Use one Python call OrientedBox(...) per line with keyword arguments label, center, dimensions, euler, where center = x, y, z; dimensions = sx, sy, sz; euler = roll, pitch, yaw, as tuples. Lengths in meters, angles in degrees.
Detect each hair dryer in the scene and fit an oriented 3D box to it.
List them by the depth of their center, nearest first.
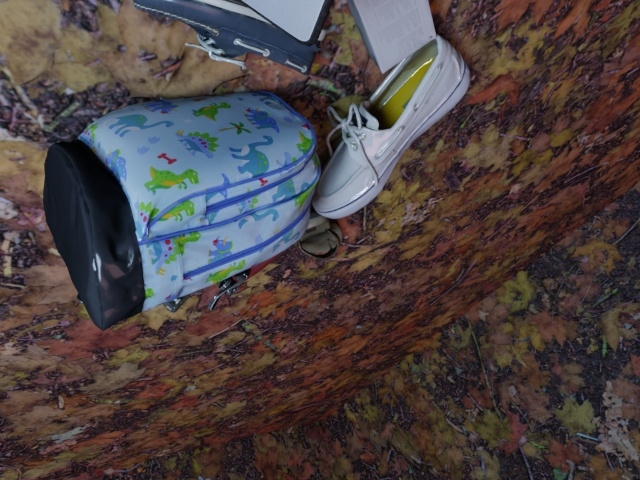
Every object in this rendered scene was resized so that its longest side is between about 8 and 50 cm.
OrientedBox(label="hair dryer", center=(-0.157, 0.064, 0.881), dimensions=(0.223, 0.080, 0.293), euler=(-9, -155, 41))

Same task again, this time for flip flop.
OrientedBox(label="flip flop", center=(0.000, 0.000, 0.960), dimensions=(0.112, 0.080, 0.277), euler=(-29, 168, 2))

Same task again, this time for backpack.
OrientedBox(label="backpack", center=(-0.165, -0.074, 0.612), dimensions=(0.355, 0.290, 0.274), euler=(-5, 128, -41))

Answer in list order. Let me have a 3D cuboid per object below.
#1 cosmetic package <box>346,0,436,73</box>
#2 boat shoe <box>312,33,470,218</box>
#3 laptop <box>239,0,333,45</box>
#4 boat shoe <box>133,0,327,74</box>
OrientedBox(label="cosmetic package", center=(0.080, -0.350, 0.578), dimensions=(0.098, 0.061, 0.239), euler=(-30, 148, 10))
OrientedBox(label="boat shoe", center=(0.085, -0.192, 0.738), dimensions=(0.367, 0.136, 0.156), euler=(-44, 144, 21))
OrientedBox(label="laptop", center=(-0.145, -0.378, 0.232), dimensions=(0.236, 0.407, 0.382), euler=(-43, 168, -47))
OrientedBox(label="boat shoe", center=(-0.108, -0.264, 0.543), dimensions=(0.254, 0.095, 0.079), euler=(-9, 133, -41))
